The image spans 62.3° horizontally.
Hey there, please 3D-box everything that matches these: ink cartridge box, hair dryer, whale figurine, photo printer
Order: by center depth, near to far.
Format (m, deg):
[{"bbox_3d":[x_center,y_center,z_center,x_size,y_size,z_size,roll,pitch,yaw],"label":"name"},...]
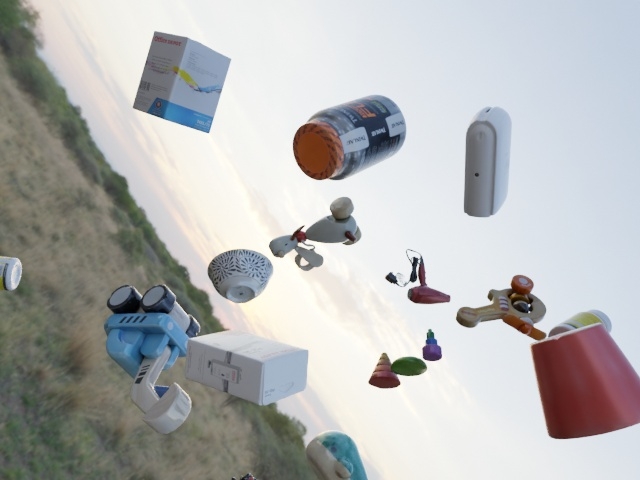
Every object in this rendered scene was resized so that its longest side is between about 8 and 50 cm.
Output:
[{"bbox_3d":[-0.201,0.341,1.466,0.283,0.207,0.117,7,-86,34],"label":"ink cartridge box"},{"bbox_3d":[0.082,0.665,1.521,0.272,0.141,0.216,41,-28,24],"label":"whale figurine"},{"bbox_3d":[0.513,-0.250,1.616,0.107,0.256,0.308,7,-69,27],"label":"photo printer"},{"bbox_3d":[-0.467,-0.532,1.787,0.198,0.270,0.197,25,10,36],"label":"ink cartridge box"},{"bbox_3d":[0.451,0.178,2.327,0.293,0.223,0.080,43,-24,8],"label":"hair dryer"}]

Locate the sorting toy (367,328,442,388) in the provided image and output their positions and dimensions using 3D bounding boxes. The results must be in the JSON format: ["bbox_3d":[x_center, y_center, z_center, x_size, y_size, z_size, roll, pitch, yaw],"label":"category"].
[{"bbox_3d":[0.299,0.413,1.889,0.127,0.126,0.365,21,-41,-20],"label":"sorting toy"}]

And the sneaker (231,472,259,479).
[{"bbox_3d":[-0.217,0.782,1.700,0.061,0.158,0.065,-23,-120,53],"label":"sneaker"}]

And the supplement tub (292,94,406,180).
[{"bbox_3d":[0.081,-0.280,1.453,0.193,0.316,0.194,20,-56,33],"label":"supplement tub"}]

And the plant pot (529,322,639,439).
[{"bbox_3d":[0.690,0.361,1.392,0.275,0.275,0.243,109,-36,-72],"label":"plant pot"}]

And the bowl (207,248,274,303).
[{"bbox_3d":[-0.200,0.106,1.338,0.170,0.170,0.080,72,6,-46],"label":"bowl"}]

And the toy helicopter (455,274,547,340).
[{"bbox_3d":[0.653,0.266,1.898,0.235,0.355,0.140,-118,-153,-46],"label":"toy helicopter"}]

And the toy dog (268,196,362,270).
[{"bbox_3d":[0.000,0.000,1.791,0.220,0.333,0.161,41,17,-30],"label":"toy dog"}]

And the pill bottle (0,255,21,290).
[{"bbox_3d":[-1.023,0.094,1.608,0.103,0.184,0.103,-173,-90,-79],"label":"pill bottle"}]

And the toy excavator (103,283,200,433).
[{"bbox_3d":[-0.541,0.376,1.678,0.433,0.445,0.222,-4,-45,24],"label":"toy excavator"}]

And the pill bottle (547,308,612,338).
[{"bbox_3d":[0.832,0.296,1.690,0.119,0.208,0.119,24,-58,47],"label":"pill bottle"}]

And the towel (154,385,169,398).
[{"bbox_3d":[-0.621,0.564,1.954,0.119,0.067,0.029,18,13,-41],"label":"towel"}]
